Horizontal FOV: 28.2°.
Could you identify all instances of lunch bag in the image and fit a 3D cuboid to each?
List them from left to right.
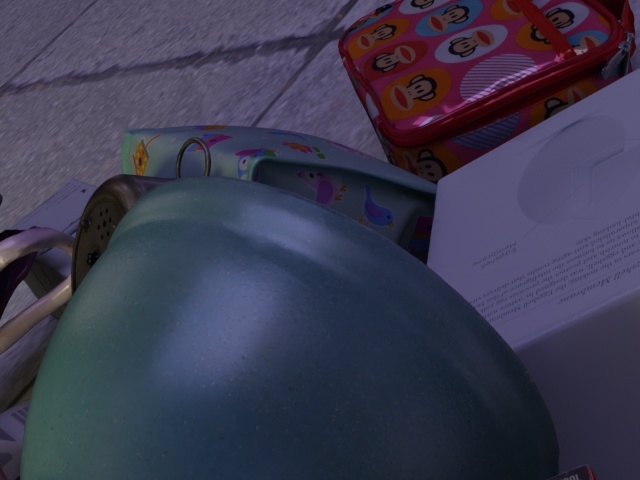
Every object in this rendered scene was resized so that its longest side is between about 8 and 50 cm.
[{"bbox_3d":[0.000,0.000,0.981,0.262,0.160,0.223,4,8,-34],"label":"lunch bag"},{"bbox_3d":[0.164,-0.156,1.154,0.258,0.120,0.293,-24,30,2],"label":"lunch bag"}]

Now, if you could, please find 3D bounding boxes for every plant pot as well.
[{"bbox_3d":[-0.047,0.138,0.690,0.293,0.293,0.196,1,42,43],"label":"plant pot"}]

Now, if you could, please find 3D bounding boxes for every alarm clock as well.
[{"bbox_3d":[-0.120,0.005,0.872,0.192,0.064,0.129,-56,43,32],"label":"alarm clock"}]

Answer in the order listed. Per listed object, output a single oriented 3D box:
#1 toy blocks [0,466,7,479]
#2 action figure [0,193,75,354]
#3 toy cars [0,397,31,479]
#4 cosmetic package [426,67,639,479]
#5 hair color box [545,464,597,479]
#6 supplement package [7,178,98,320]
[{"bbox_3d":[-0.253,0.160,0.398,0.309,0.260,0.288,-35,8,-8],"label":"toy blocks"},{"bbox_3d":[-0.355,0.125,1.110,0.275,0.248,0.370,22,88,26],"label":"action figure"},{"bbox_3d":[-0.194,0.152,1.013,0.393,0.087,0.176,-21,30,15],"label":"toy cars"},{"bbox_3d":[0.188,0.022,0.782,0.224,0.138,0.225,-29,25,29],"label":"cosmetic package"},{"bbox_3d":[0.114,0.190,0.590,0.093,0.167,0.053,-24,29,12],"label":"hair color box"},{"bbox_3d":[-0.212,0.022,1.214,0.105,0.105,0.179,-42,31,-21],"label":"supplement package"}]
